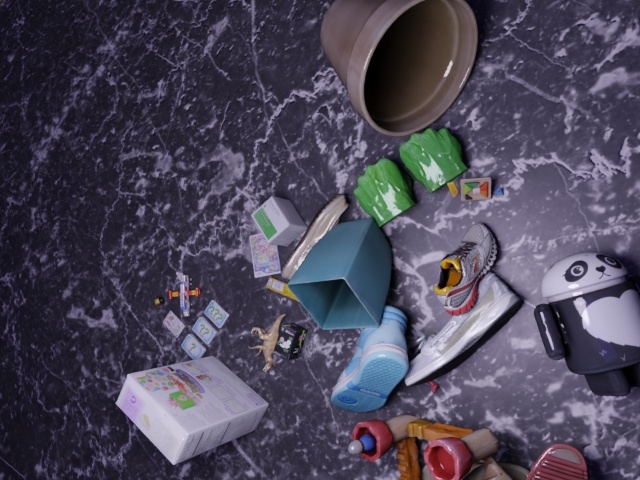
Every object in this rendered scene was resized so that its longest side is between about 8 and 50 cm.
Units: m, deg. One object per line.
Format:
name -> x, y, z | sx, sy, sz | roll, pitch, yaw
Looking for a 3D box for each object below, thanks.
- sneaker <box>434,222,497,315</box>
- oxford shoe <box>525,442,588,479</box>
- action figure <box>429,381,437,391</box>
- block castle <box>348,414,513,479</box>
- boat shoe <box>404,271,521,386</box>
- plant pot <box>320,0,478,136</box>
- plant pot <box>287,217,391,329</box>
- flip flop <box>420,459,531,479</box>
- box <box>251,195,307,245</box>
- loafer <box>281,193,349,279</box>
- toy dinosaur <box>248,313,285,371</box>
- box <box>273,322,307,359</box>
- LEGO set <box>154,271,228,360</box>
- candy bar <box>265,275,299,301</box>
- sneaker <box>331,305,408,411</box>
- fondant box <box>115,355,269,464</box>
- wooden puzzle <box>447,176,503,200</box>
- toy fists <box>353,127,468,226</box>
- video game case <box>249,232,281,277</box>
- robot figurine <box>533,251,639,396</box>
sneaker -> 0.320, 0.050, 1.249 | 0.088, 0.093, 0.225 | -5, 50, 48
oxford shoe -> 0.466, 0.566, 1.158 | 0.123, 0.130, 0.348 | 15, 100, 25
action figure -> 0.228, 0.323, 1.358 | 0.115, 0.038, 0.030 | 39, 89, 24
block castle -> 0.223, 0.607, 1.163 | 0.303, 0.213, 0.453 | -8, 88, 52
boat shoe -> 0.304, 0.211, 1.283 | 0.320, 0.118, 0.103 | -46, 60, 14
plant pot -> 0.149, -0.447, 1.315 | 0.323, 0.323, 0.280 | -56, 48, 15
plant pot -> 0.070, 0.065, 1.339 | 0.166, 0.165, 0.234 | -9, 39, 38
flip flop -> 0.338, 0.545, 1.257 | 0.277, 0.080, 0.112 | -10, 82, 35
box -> -0.110, -0.051, 1.527 | 0.087, 0.102, 0.101 | -40, 69, 19
loafer -> 0.000, 0.000, 1.471 | 0.092, 0.102, 0.268 | 33, 100, -7
toy dinosaur -> -0.144, 0.269, 1.570 | 0.093, 0.053, 0.183 | 18, 104, 13
box -> -0.081, 0.270, 1.517 | 0.052, 0.062, 0.083 | 22, 99, 30
LEGO set -> -0.411, 0.220, 1.708 | 0.244, 0.060, 0.182 | 40, 102, 25
candy bar -> -0.085, 0.138, 1.551 | 0.161, 0.018, 0.040 | 19, 93, 29
sneaker -> 0.128, 0.278, 1.382 | 0.127, 0.208, 0.319 | 22, 137, -11
fondant box -> -0.329, 0.432, 1.495 | 0.238, 0.330, 0.096 | 33, 103, 27
wooden puzzle -> 0.353, -0.114, 1.287 | 0.116, 0.078, 0.014 | -8, 48, 19
toy fists -> 0.211, -0.159, 1.361 | 0.279, 0.096, 0.142 | -34, 85, 22
video game case -> -0.157, 0.039, 1.600 | 0.087, 0.011, 0.122 | -12, 82, 28
robot figurine -> 0.547, 0.159, 1.110 | 0.173, 0.209, 0.278 | -25, 76, 39
